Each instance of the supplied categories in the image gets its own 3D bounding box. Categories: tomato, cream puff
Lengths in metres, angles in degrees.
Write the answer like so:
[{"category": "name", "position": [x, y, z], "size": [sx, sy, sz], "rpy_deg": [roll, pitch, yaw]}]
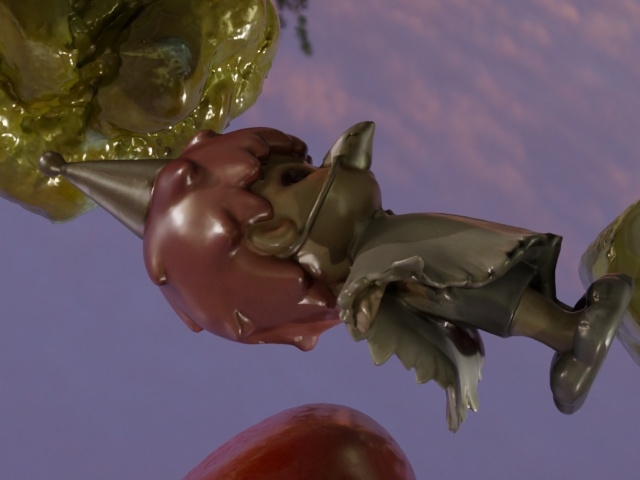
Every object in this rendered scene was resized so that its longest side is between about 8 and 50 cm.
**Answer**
[{"category": "tomato", "position": [-0.027, 0.312, 0.944], "size": [0.289, 0.325, 0.293], "rpy_deg": [-26, -100, 2]}, {"category": "cream puff", "position": [-0.229, -0.207, 0.959], "size": [0.378, 0.275, 0.378], "rpy_deg": [-20, -143, 16]}]

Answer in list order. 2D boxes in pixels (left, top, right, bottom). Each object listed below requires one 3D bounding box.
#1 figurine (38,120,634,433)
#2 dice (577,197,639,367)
[{"category": "figurine", "position": [0.000, 0.000, 0.667], "size": [0.386, 0.166, 0.207], "rpy_deg": [21, -171, 19]}, {"category": "dice", "position": [0.311, 0.037, 0.792], "size": [0.169, 0.166, 0.169], "rpy_deg": [54, -176, 21]}]
